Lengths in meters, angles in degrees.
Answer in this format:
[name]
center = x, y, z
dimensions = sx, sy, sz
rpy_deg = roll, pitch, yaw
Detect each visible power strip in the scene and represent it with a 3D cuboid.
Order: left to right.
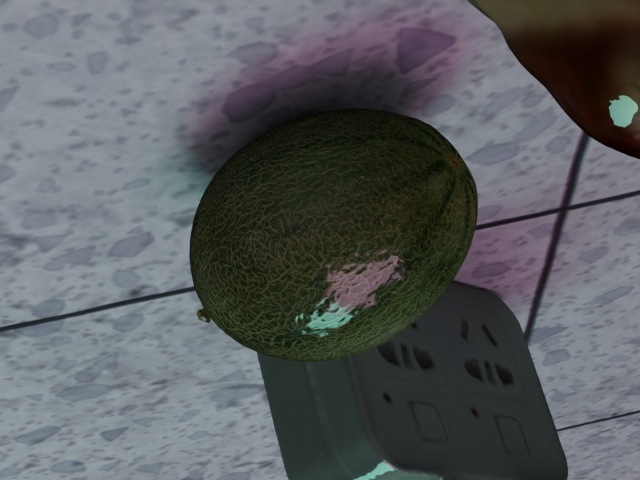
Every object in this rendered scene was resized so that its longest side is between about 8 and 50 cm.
[power strip]
center = 0.065, 0.161, 1.151
dimensions = 0.229, 0.261, 0.141
rpy_deg = 13, 141, -45

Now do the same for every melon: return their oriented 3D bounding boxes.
[melon]
center = 0.000, 0.000, 0.936
dimensions = 0.192, 0.139, 0.139
rpy_deg = -30, 151, 28

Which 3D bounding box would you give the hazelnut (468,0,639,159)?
[hazelnut]
center = 0.182, -0.150, 0.680
dimensions = 0.261, 0.261, 0.241
rpy_deg = -36, 179, 37
